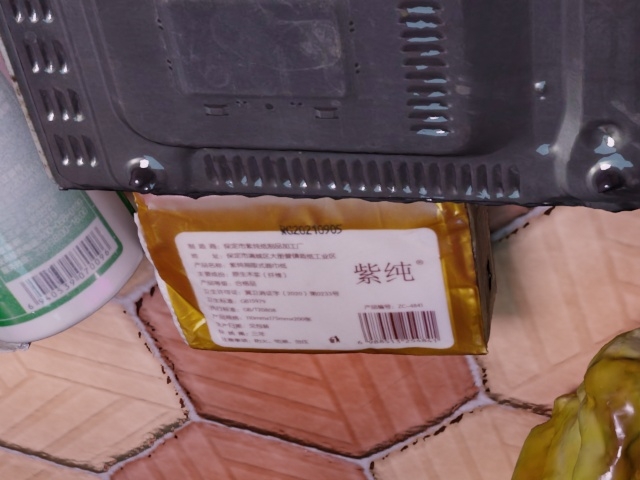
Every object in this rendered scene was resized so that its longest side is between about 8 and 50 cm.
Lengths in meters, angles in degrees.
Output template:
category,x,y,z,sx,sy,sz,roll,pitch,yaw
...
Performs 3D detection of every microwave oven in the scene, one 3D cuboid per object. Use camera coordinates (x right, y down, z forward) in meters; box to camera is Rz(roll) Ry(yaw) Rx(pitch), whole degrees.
category,x,y,z,sx,sy,sz,roll,pitch,yaw
microwave oven,0.024,-0.160,0.696,0.355,0.218,0.286,3,134,12

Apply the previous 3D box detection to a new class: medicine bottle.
category,x,y,z,sx,sy,sz,roll,pitch,yaw
medicine bottle,-0.234,-0.071,0.907,0.133,0.133,0.274,-14,124,26

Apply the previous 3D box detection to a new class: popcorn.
category,x,y,z,sx,sy,sz,roll,pitch,yaw
popcorn,0.255,0.195,0.975,0.276,0.225,0.276,21,133,25

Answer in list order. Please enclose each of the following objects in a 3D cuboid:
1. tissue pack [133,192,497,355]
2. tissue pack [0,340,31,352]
category,x,y,z,sx,sy,sz,roll,pitch,yaw
tissue pack,0.000,0.000,0.954,0.226,0.092,0.183,1,135,15
tissue pack,-0.244,0.037,1.052,0.074,0.094,0.059,-4,132,17
